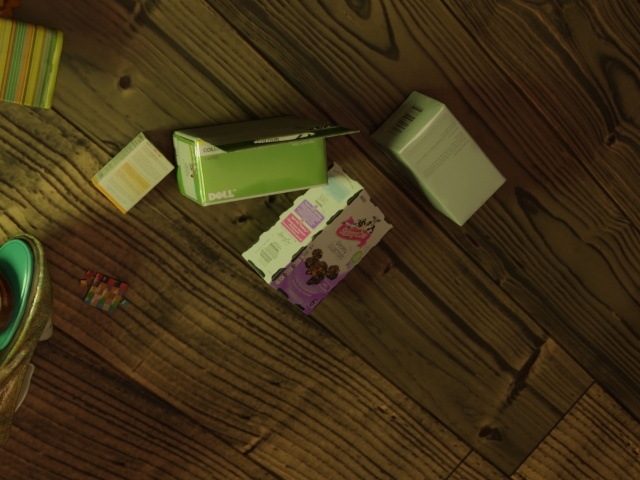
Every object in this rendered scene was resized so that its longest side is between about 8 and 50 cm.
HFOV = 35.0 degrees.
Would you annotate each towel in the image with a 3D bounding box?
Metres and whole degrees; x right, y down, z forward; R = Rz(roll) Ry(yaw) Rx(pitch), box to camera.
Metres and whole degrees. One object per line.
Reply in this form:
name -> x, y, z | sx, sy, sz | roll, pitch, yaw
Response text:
towel -> -0.432, -0.230, 1.230 | 0.237, 0.021, 0.102 | 7, 98, -36

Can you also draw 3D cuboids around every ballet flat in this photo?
ballet flat -> -0.437, 0.151, 1.419 | 0.123, 0.123, 0.348 | 19, 101, -29

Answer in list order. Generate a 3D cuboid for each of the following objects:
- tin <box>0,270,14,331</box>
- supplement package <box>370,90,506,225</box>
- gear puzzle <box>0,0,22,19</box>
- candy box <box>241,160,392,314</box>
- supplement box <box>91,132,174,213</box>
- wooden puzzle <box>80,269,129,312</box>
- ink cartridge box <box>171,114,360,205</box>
tin -> -0.498, 0.088, 1.345 | 0.190, 0.040, 0.106 | -13, 86, 14
supplement package -> 0.183, -0.127, 1.576 | 0.105, 0.105, 0.179 | -46, 120, -2
gear puzzle -> -0.519, -0.300, 1.189 | 0.339, 0.044, 0.175 | 4, 82, -29
candy box -> 0.000, 0.000, 1.527 | 0.196, 0.070, 0.165 | -46, 151, 0
supplement box -> -0.264, -0.095, 1.431 | 0.098, 0.036, 0.062 | -43, 121, -3
wooden puzzle -> -0.317, 0.077, 1.494 | 0.083, 0.006, 0.049 | 23, 100, -29
ink cartridge box -> -0.077, -0.105, 1.377 | 0.189, 0.255, 0.097 | -10, 105, -20
